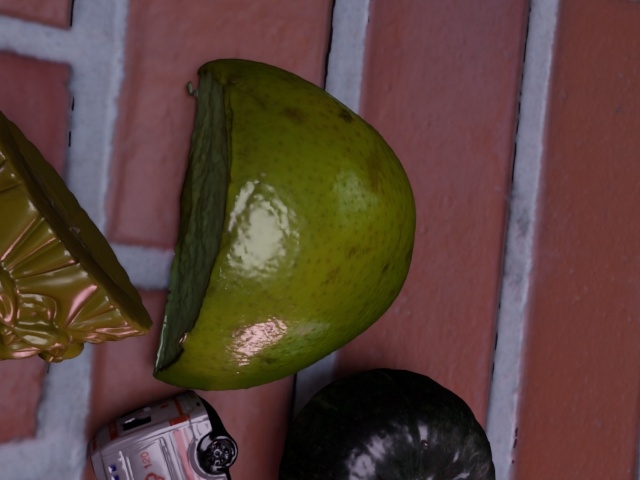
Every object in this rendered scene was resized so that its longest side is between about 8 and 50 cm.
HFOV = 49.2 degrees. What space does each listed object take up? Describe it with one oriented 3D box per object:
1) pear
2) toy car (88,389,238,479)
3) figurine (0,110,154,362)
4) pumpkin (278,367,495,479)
[{"bbox_3d":[0.003,-0.004,0.597,0.239,0.139,0.287,12,83,-33],"label":"pear"},{"bbox_3d":[-0.113,0.236,0.582,0.108,0.089,0.209,-18,97,-20],"label":"toy car"},{"bbox_3d":[-0.305,0.071,0.481,0.315,0.168,0.187,-33,132,-7],"label":"figurine"},{"bbox_3d":[0.060,0.218,0.617,0.212,0.152,0.211,7,77,-31],"label":"pumpkin"}]
